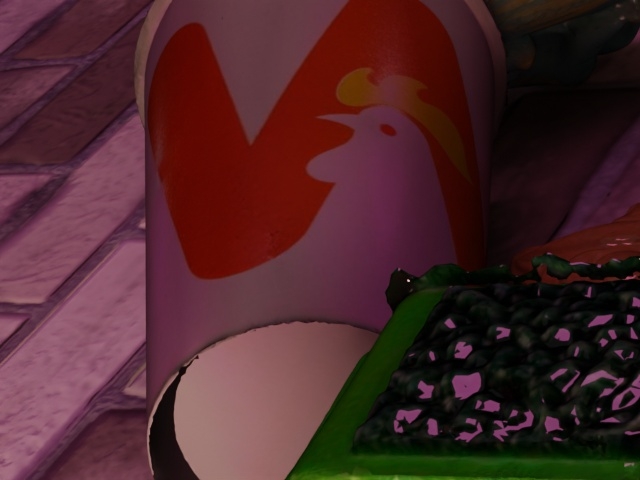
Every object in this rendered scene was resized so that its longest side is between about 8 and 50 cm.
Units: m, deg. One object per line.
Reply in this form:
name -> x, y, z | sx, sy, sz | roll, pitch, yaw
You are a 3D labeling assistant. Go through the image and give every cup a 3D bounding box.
cup -> 0.000, 0.000, 0.854 | 0.203, 0.203, 0.288 | -14, 34, 12

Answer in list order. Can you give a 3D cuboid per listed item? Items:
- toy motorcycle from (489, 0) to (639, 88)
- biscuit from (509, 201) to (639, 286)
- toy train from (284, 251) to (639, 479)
toy motorcycle -> 0.105, -0.144, 1.046 | 0.296, 0.198, 0.109 | -27, 63, 14
biscuit -> 0.149, 0.031, 0.847 | 0.162, 0.035, 0.250 | -8, 31, 31
toy train -> 0.100, 0.106, 0.570 | 0.243, 0.188, 0.132 | -4, 31, 30
